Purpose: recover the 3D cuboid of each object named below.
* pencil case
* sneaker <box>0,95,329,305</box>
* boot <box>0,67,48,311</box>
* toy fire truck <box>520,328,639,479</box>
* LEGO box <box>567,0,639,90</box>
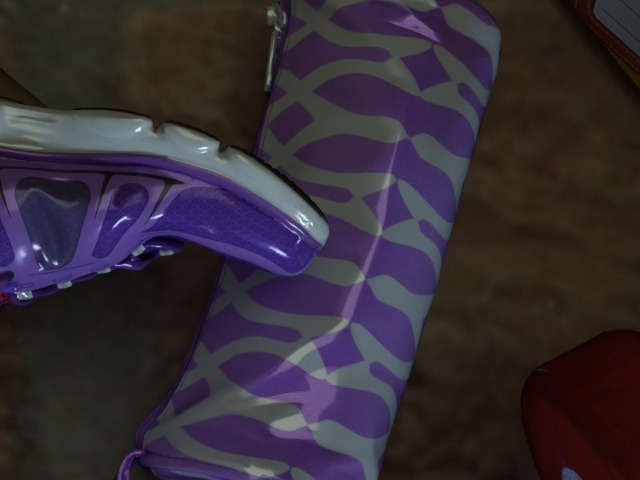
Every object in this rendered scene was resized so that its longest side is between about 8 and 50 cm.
[{"bbox_3d":[0.000,0.000,0.675,0.088,0.086,0.206,19,71,-10],"label":"pencil case"},{"bbox_3d":[-0.083,-0.007,0.611,0.170,0.068,0.071,9,86,-4],"label":"sneaker"},{"bbox_3d":[-0.240,-0.042,0.637,0.269,0.089,0.236,45,70,2],"label":"boot"},{"bbox_3d":[0.197,0.130,0.556,0.169,0.302,0.254,-26,41,-11],"label":"toy fire truck"},{"bbox_3d":[0.373,-0.062,0.718,0.372,0.193,0.500,-35,84,-20],"label":"LEGO box"}]
